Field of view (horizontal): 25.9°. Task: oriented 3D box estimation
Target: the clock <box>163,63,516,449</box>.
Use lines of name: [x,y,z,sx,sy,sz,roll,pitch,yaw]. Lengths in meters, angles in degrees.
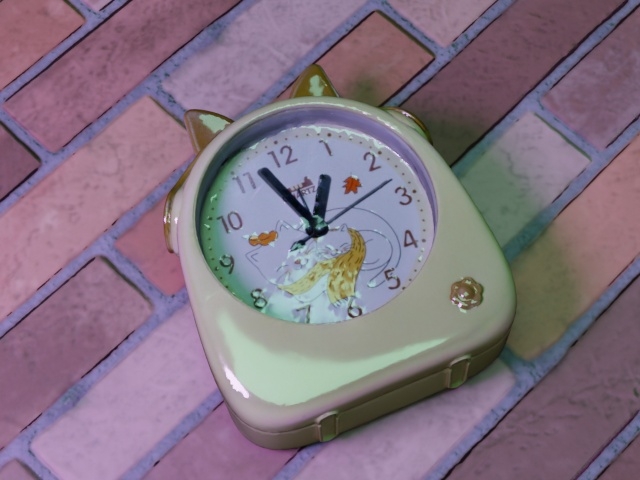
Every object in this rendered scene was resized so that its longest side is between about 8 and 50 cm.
clock: [0.000,0.000,1.321,0.286,0.117,0.348,-21,66,-8]
